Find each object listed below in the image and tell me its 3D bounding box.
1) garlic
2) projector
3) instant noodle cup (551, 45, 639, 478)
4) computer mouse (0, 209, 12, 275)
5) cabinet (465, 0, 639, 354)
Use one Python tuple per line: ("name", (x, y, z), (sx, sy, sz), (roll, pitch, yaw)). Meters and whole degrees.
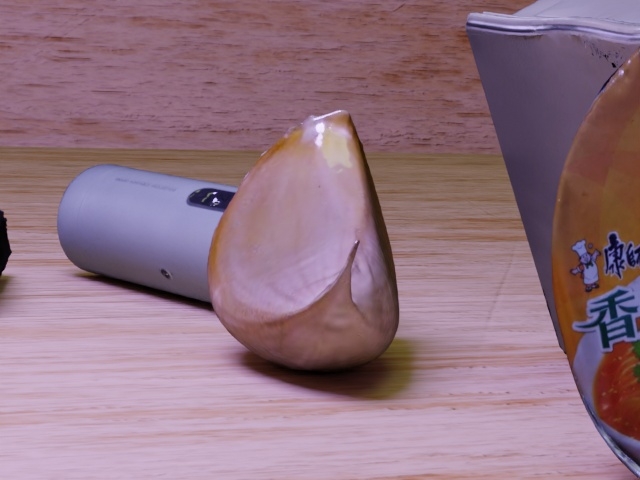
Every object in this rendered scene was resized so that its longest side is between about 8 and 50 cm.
("garlic", (-0.003, 0.014, 1.309), (0.145, 0.164, 0.245), (10, 28, -12))
("projector", (-0.098, 0.002, 1.569), (0.108, 0.108, 0.337), (-4, 10, -41))
("instant noodle cup", (0.308, 0.014, 1.037), (0.214, 0.296, 0.296), (6, 4, -42))
("computer mouse", (-0.349, 0.011, 1.511), (0.168, 0.087, 0.295), (6, -5, -3))
("cabinet", (0.329, -0.089, 1.331), (0.318, 0.290, 0.227), (-30, 23, -28))
